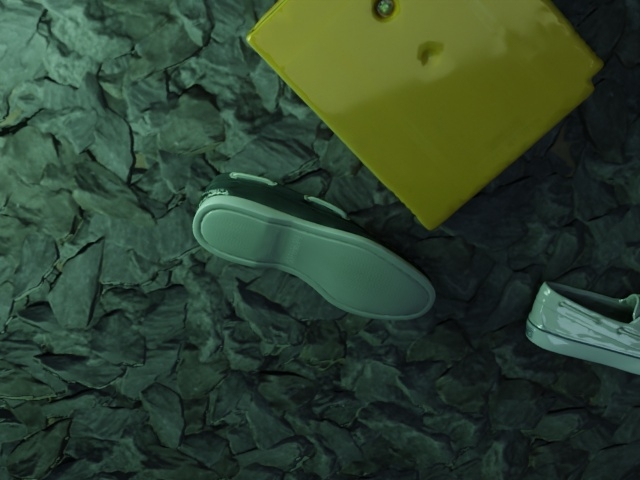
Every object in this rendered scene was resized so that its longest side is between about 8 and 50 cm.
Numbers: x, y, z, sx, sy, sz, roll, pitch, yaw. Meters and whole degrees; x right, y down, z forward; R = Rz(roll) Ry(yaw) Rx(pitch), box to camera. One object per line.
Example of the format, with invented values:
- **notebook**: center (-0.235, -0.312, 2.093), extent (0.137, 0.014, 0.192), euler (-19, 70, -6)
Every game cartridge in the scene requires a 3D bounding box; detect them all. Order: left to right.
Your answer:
- **game cartridge**: center (0.125, -0.215, 1.311), extent (0.285, 0.053, 0.324), euler (-41, 106, 13)

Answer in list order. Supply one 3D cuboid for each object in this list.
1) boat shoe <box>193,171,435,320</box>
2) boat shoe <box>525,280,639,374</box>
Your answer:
- **boat shoe**: center (0.000, 0.000, 1.358), extent (0.302, 0.091, 0.114), euler (25, 127, -10)
- **boat shoe**: center (0.385, 0.109, 1.392), extent (0.258, 0.095, 0.084), euler (10, 113, -4)
